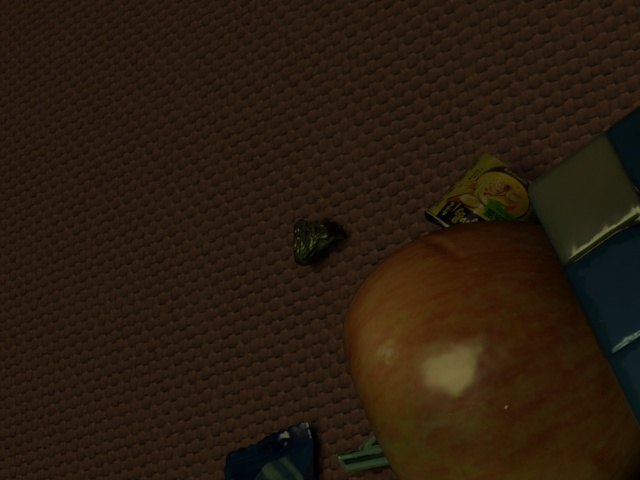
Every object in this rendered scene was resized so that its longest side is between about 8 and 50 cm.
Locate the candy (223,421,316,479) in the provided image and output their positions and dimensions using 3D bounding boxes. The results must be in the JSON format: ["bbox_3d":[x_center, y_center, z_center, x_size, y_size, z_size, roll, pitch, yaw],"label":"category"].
[{"bbox_3d":[-0.065,0.448,1.907,0.187,0.077,0.331,-24,60,31],"label":"candy"}]

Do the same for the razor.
[{"bbox_3d":[0.082,0.197,1.876,0.111,0.056,0.277,-18,59,34],"label":"razor"}]

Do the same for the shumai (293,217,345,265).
[{"bbox_3d":[0.000,0.000,2.000,0.081,0.083,0.082,0,107,11],"label":"shumai"}]

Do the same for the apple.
[{"bbox_3d":[0.227,0.163,1.543,0.347,0.391,0.391,-26,61,16],"label":"apple"}]

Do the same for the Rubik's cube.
[{"bbox_3d":[0.494,0.022,1.368,0.347,0.344,0.346,-38,54,25],"label":"Rubik's cube"}]

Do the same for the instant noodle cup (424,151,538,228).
[{"bbox_3d":[0.234,-0.042,1.751,0.151,0.151,0.122,38,97,41],"label":"instant noodle cup"}]
